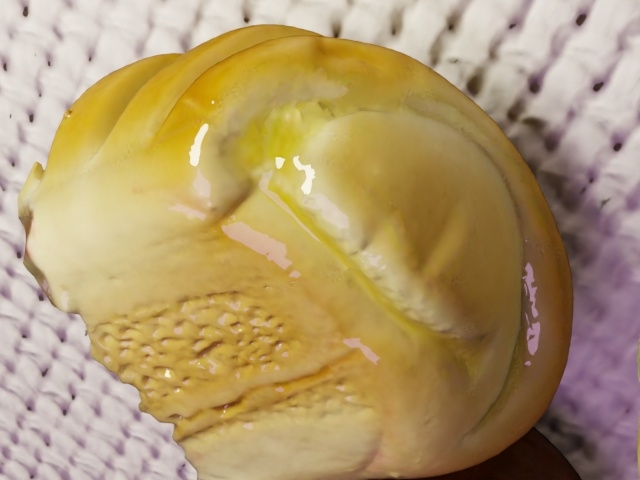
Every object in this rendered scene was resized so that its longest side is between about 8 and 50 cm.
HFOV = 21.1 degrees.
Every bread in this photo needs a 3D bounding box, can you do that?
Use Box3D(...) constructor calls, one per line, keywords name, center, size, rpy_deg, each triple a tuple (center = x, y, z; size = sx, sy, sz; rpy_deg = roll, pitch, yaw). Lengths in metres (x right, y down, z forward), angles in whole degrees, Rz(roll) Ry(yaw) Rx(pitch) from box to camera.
Box3D(name="bread", center=(0.000, 0.000, 1.050), size=(0.270, 0.211, 0.315), rpy_deg=(-21, 121, 35))

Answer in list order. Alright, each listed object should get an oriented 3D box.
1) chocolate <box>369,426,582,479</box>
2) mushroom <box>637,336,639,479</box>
Box3D(name="chocolate", center=(0.097, 0.186, 1.175), size=(0.177, 0.177, 0.176), rpy_deg=(19, 135, 20))
Box3D(name="mushroom", center=(0.301, 0.087, 0.913), size=(0.217, 0.292, 0.212), rpy_deg=(-24, 81, 24))
